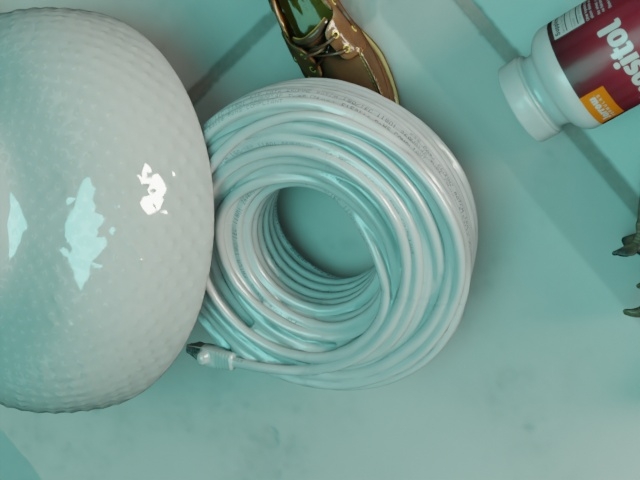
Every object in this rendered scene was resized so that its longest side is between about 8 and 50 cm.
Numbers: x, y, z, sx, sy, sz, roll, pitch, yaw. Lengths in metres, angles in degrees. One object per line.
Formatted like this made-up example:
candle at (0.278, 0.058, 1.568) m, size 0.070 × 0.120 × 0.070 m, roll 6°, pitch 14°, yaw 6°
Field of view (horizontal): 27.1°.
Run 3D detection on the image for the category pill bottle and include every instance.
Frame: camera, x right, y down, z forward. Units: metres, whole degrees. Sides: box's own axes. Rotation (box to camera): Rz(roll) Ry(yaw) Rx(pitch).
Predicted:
pill bottle at (0.210, -0.135, 0.963) m, size 0.152 × 0.086 × 0.086 m, roll -30°, pitch 92°, yaw 24°

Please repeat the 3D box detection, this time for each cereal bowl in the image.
cereal bowl at (-0.248, -0.022, 1.064) m, size 0.339 × 0.141 × 0.339 m, roll 4°, pitch 96°, yaw 43°

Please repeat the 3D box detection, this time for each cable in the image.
cable at (0.000, 0.000, 1.051) m, size 0.257 × 0.089 × 0.257 m, roll 17°, pitch 120°, yaw 16°

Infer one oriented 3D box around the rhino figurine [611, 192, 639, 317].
rhino figurine at (0.294, -0.038, 0.965) m, size 0.106 × 0.073 × 0.243 m, roll 35°, pitch 114°, yaw 4°

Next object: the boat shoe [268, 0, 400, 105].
boat shoe at (0.001, -0.156, 1.048) m, size 0.064 × 0.060 × 0.178 m, roll -28°, pitch 93°, yaw 24°
